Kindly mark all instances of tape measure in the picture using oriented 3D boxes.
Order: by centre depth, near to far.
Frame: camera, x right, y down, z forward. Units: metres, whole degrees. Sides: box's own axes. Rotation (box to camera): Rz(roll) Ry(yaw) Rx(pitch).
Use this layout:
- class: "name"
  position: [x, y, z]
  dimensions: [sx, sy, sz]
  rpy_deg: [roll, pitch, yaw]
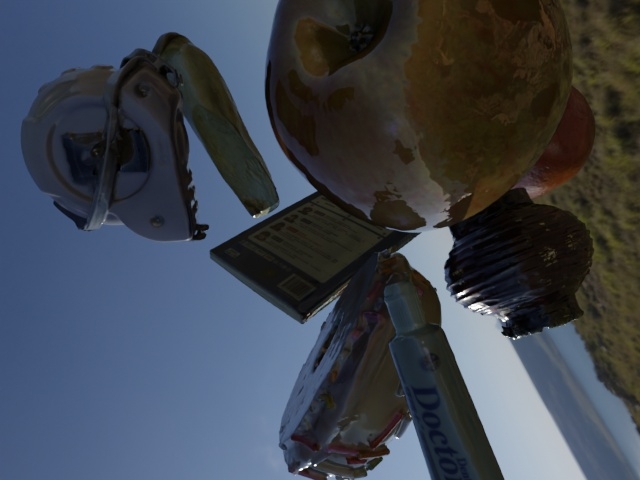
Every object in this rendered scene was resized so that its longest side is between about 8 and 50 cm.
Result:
- class: "tape measure"
  position: [-0.256, -0.110, 0.574]
  dimensions: [0.120, 0.197, 0.236]
  rpy_deg: [-106, 12, -67]

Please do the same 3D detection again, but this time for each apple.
- class: "apple"
  position: [0.111, -0.206, 0.590]
  dimensions: [0.346, 0.391, 0.391]
  rpy_deg: [19, -136, -60]

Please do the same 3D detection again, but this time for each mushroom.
- class: "mushroom"
  position: [-0.166, -0.191, 0.733]
  dimensions: [0.333, 0.087, 0.107]
  rpy_deg: [60, -172, 15]

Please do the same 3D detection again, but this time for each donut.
- class: "donut"
  position: [0.066, 0.197, 0.737]
  dimensions: [0.142, 0.382, 0.382]
  rpy_deg: [28, -162, 0]

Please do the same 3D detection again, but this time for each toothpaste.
- class: "toothpaste"
  position: [0.097, 0.150, 0.321]
  dimensions: [0.037, 0.067, 0.255]
  rpy_deg: [-7, -105, -54]

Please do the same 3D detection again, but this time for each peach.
- class: "peach"
  position: [0.555, -0.274, 1.254]
  dimensions: [0.372, 0.372, 0.290]
  rpy_deg: [56, 169, -20]

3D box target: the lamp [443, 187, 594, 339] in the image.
- class: "lamp"
  position: [0.320, 0.040, 0.751]
  dimensions: [0.247, 0.247, 0.247]
  rpy_deg: [55, -164, -24]

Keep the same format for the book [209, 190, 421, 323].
- class: "book"
  position: [0.000, 0.000, 1.079]
  dimensions: [0.300, 0.428, 0.039]
  rpy_deg: [29, 135, 33]
